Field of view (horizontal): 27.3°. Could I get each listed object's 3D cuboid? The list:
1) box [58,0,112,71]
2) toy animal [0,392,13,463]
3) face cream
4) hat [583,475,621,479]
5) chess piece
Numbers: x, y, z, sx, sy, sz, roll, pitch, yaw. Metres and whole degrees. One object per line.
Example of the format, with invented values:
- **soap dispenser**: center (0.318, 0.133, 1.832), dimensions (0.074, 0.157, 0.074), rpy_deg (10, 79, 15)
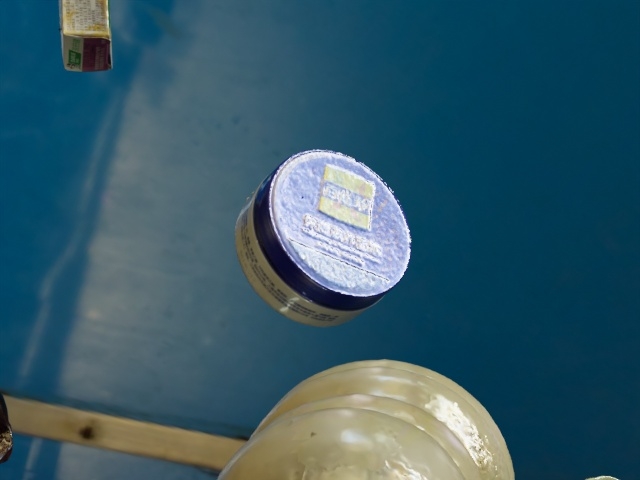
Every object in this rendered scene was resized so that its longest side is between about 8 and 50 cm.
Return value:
- **box**: center (-0.189, -0.231, 1.038), dimensions (0.041, 0.050, 0.207), rpy_deg (-1, -115, -13)
- **toy animal**: center (-0.401, 0.231, 1.385), dimensions (0.116, 0.218, 0.180), rpy_deg (6, -66, 12)
- **face cream**: center (0.000, 0.000, 1.618), dimensions (0.111, 0.206, 0.206), rpy_deg (-39, -126, 48)
- **hat**: center (0.273, 0.305, 1.221), dimensions (0.081, 0.122, 0.166), rpy_deg (-22, -89, 25)
- **chess piece**: center (0.015, 0.122, 0.573), dimensions (0.142, 0.261, 0.143), rpy_deg (0, -94, 7)
